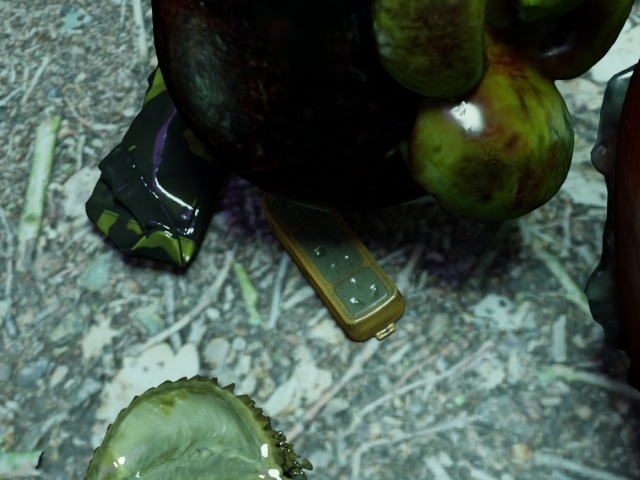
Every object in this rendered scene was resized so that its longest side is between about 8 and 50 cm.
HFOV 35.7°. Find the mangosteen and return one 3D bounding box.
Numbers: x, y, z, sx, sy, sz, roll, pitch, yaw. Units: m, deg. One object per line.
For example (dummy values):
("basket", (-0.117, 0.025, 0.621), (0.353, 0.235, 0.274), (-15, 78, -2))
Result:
("mangosteen", (0.044, -0.167, 0.662), (0.329, 0.330, 0.330), (-6, 60, 10))

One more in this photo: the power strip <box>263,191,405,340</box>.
("power strip", (0.000, 0.000, 0.738), (0.049, 0.028, 0.178), (-33, 58, -6))

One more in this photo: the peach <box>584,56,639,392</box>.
("peach", (0.313, 0.017, 0.465), (0.339, 0.353, 0.417), (-19, 56, 2))

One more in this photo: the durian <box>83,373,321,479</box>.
("durian", (-0.065, 0.166, 0.619), (0.188, 0.091, 0.148), (-16, 57, 31))

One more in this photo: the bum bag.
("bum bag", (-0.107, -0.090, 0.795), (0.106, 0.060, 0.233), (17, 68, 12))
